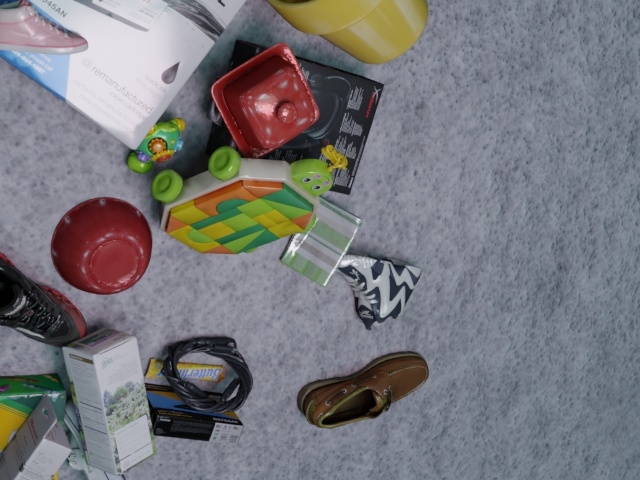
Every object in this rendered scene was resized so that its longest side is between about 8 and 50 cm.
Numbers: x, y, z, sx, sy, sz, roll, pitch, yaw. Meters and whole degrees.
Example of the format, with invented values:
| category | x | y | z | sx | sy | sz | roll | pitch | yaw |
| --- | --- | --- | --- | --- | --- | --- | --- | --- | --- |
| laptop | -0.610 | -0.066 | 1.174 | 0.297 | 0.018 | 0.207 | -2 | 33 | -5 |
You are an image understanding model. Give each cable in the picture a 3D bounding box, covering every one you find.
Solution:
| category | x | y | z | sx | sy | sz | roll | pitch | yaw |
| --- | --- | --- | --- | --- | --- | --- | --- | --- | --- |
| cable | -0.218 | 0.258 | 1.770 | 0.184 | 0.047 | 0.151 | 1 | 67 | -38 |

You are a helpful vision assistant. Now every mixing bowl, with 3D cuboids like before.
| category | x | y | z | sx | sy | sz | roll | pitch | yaw |
| --- | --- | --- | --- | --- | --- | --- | --- | --- | --- |
| mixing bowl | -0.370 | 0.024 | 1.621 | 0.181 | 0.098 | 0.182 | -9 | 112 | -23 |

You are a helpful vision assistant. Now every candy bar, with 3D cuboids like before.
| category | x | y | z | sx | sy | sz | roll | pitch | yaw |
| --- | --- | --- | --- | --- | --- | --- | --- | --- | --- |
| candy bar | -0.260 | 0.254 | 1.810 | 0.161 | 0.018 | 0.040 | 10 | 104 | -28 |

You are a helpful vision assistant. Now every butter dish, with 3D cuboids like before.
| category | x | y | z | sx | sy | sz | roll | pitch | yaw |
| --- | --- | --- | --- | --- | --- | --- | --- | --- | --- |
| butter dish | -0.073 | -0.220 | 1.533 | 0.160 | 0.118 | 0.160 | -33 | 118 | -12 |

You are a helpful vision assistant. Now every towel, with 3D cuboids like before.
| category | x | y | z | sx | sy | sz | roll | pitch | yaw |
| --- | --- | --- | --- | --- | --- | --- | --- | --- | --- |
| towel | 0.000 | 0.000 | 1.797 | 0.152 | 0.113 | 0.023 | -61 | 163 | 4 |

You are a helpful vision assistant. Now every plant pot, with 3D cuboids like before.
| category | x | y | z | sx | sy | sz | roll | pitch | yaw |
| --- | --- | --- | --- | --- | --- | --- | --- | --- | --- |
| plant pot | 0.059 | -0.432 | 1.591 | 0.254 | 0.254 | 0.239 | -52 | 138 | -1 |

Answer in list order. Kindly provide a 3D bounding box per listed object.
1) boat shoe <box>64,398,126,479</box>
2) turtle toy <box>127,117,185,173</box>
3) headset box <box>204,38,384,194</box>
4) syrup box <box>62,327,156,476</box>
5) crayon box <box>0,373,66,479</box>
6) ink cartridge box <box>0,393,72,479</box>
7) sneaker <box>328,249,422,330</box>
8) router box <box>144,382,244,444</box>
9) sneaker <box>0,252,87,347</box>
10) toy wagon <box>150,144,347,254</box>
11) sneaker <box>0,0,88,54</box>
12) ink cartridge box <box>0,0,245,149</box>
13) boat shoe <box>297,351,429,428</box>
| category | x | y | z | sx | sy | sz | roll | pitch | yaw |
| --- | --- | --- | --- | --- | --- | --- | --- | --- | --- |
| boat shoe | -0.439 | 0.398 | 1.736 | 0.075 | 0.083 | 0.226 | -30 | 120 | -15 |
| turtle toy | -0.287 | -0.161 | 1.593 | 0.095 | 0.130 | 0.066 | -14 | 80 | -50 |
| headset box | -0.060 | -0.222 | 1.673 | 0.293 | 0.110 | 0.218 | 10 | 104 | -29 |
| syrup box | -0.371 | 0.283 | 1.643 | 0.093 | 0.096 | 0.237 | -25 | 114 | -46 |
| crayon box | -0.558 | 0.382 | 1.672 | 0.165 | 0.081 | 0.279 | 1 | 108 | -27 |
| ink cartridge box | -0.488 | 0.366 | 1.590 | 0.060 | 0.104 | 0.180 | 36 | 91 | -32 |
| sneaker | 0.090 | 0.105 | 1.881 | 0.235 | 0.094 | 0.153 | 11 | 95 | -40 |
| router box | -0.252 | 0.329 | 1.774 | 0.178 | 0.133 | 0.046 | 14 | 103 | -30 |
| sneaker | -0.501 | 0.110 | 1.567 | 0.098 | 0.135 | 0.276 | -49 | 123 | -5 |
| toy wagon | -0.112 | -0.072 | 1.609 | 0.344 | 0.068 | 0.267 | -19 | 151 | 24 |
| sneaker | -0.396 | -0.303 | 1.318 | 0.134 | 0.051 | 0.070 | 1 | 114 | -20 |
| ink cartridge box | -0.301 | -0.391 | 1.455 | 0.285 | 0.166 | 0.395 | 36 | 91 | -31 |
| boat shoe | 0.109 | 0.330 | 1.971 | 0.307 | 0.104 | 0.111 | -18 | 116 | -20 |
